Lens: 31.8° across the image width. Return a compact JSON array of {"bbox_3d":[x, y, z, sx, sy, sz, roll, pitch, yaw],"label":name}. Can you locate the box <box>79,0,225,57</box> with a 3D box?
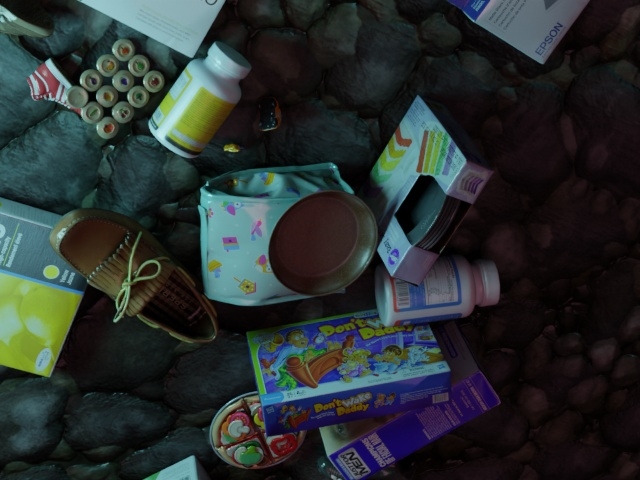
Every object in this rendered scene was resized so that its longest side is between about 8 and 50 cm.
[{"bbox_3d":[-0.224,-0.474,1.746,0.232,0.058,0.322,24,111,-24],"label":"box"}]

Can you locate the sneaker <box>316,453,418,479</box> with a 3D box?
[{"bbox_3d":[0.106,0.464,2.351,0.234,0.078,0.106,16,112,-24],"label":"sneaker"}]

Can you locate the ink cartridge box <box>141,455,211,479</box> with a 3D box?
[{"bbox_3d":[-0.292,0.556,2.231,0.160,0.219,0.093,-26,121,4],"label":"ink cartridge box"}]

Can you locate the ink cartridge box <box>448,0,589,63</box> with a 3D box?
[{"bbox_3d":[0.355,-0.443,1.896,0.224,0.045,0.223,25,112,-24],"label":"ink cartridge box"}]

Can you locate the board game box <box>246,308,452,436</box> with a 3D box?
[{"bbox_3d":[0.048,0.237,2.113,0.347,0.233,0.078,-10,121,-7],"label":"board game box"}]

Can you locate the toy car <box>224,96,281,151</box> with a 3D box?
[{"bbox_3d":[-0.117,-0.201,1.951,0.122,0.060,0.040,-26,167,22],"label":"toy car"}]

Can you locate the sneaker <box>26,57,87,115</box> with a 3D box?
[{"bbox_3d":[-0.432,-0.236,1.848,0.067,0.042,0.118,-34,113,4],"label":"sneaker"}]

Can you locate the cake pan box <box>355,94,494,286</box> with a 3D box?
[{"bbox_3d":[0.171,-0.087,1.934,0.070,0.267,0.246,18,117,-26],"label":"cake pan box"}]

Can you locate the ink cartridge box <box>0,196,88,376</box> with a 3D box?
[{"bbox_3d":[-0.575,0.073,1.982,0.307,0.072,0.304,16,115,-22],"label":"ink cartridge box"}]

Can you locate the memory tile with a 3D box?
[{"bbox_3d":[-0.338,-0.250,1.849,0.148,0.012,0.113,-47,120,-8],"label":"memory tile"}]

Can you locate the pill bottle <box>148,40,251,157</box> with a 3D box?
[{"bbox_3d":[-0.196,-0.235,1.863,0.103,0.103,0.184,30,110,-25],"label":"pill bottle"}]

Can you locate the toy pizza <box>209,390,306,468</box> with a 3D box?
[{"bbox_3d":[-0.124,0.392,2.283,0.201,0.032,0.201,-5,121,-9],"label":"toy pizza"}]

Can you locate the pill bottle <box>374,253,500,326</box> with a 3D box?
[{"bbox_3d":[0.221,0.091,2.131,0.221,0.124,0.124,-6,121,-9],"label":"pill bottle"}]

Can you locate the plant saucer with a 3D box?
[{"bbox_3d":[0.000,0.000,1.905,0.198,0.036,0.199,-9,117,-18],"label":"plant saucer"}]

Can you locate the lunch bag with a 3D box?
[{"bbox_3d":[-0.088,-0.011,1.987,0.262,0.160,0.223,-6,121,-15],"label":"lunch bag"}]

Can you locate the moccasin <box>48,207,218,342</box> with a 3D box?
[{"bbox_3d":[-0.314,0.071,1.943,0.139,0.147,0.380,-42,133,0],"label":"moccasin"}]

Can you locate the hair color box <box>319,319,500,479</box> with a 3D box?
[{"bbox_3d":[0.162,0.316,2.212,0.338,0.185,0.110,-32,121,6],"label":"hair color box"}]

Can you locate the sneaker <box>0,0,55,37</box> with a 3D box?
[{"bbox_3d":[-0.513,-0.356,1.759,0.188,0.066,0.071,24,129,-18],"label":"sneaker"}]
